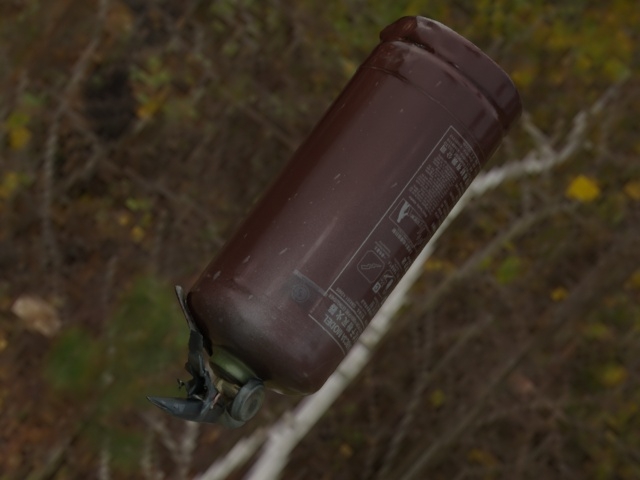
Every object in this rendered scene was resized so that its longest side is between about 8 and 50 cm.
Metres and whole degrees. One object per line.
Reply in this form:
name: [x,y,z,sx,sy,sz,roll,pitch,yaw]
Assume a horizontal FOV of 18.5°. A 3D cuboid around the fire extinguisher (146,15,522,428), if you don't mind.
fire extinguisher: [0.000,0.000,1.101,0.105,0.269,0.105,35,-14,10]
